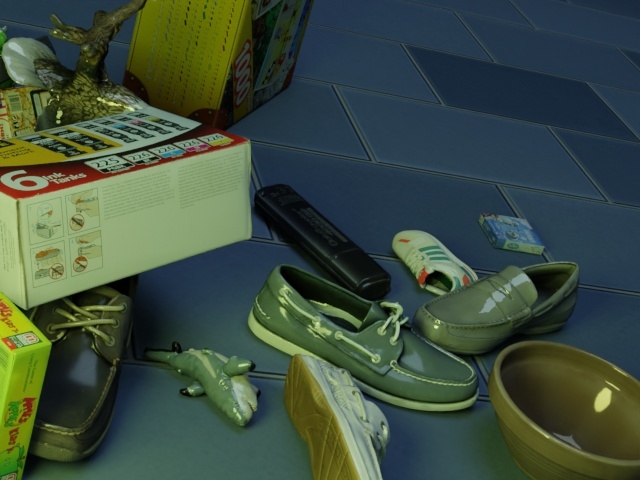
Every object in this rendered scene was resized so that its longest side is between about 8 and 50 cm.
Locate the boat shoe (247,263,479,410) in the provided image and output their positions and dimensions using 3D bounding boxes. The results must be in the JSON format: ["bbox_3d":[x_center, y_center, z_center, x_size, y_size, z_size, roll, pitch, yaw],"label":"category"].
[{"bbox_3d":[0.064,0.124,1.543,0.319,0.099,0.116,22,28,5],"label":"boat shoe"}]

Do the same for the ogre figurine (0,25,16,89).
[{"bbox_3d":[-0.564,-0.281,1.863,0.197,0.118,0.097,2,32,-28],"label":"ogre figurine"}]

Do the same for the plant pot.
[{"bbox_3d":[0.309,0.237,1.482,0.237,0.110,0.237,15,27,-8],"label":"plant pot"}]

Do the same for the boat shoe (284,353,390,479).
[{"bbox_3d":[0.037,0.222,1.354,0.096,0.098,0.277,6,29,-21],"label":"boat shoe"}]

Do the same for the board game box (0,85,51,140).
[{"bbox_3d":[-0.381,-0.156,1.725,0.045,0.147,0.193,-4,9,40],"label":"board game box"}]

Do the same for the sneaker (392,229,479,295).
[{"bbox_3d":[0.162,0.037,1.805,0.161,0.057,0.075,38,28,27],"label":"sneaker"}]

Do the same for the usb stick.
[{"bbox_3d":[0.000,0.000,1.786,0.077,0.045,0.278,-15,42,-36],"label":"usb stick"}]

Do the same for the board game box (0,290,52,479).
[{"bbox_3d":[-0.322,0.152,1.168,0.043,0.181,0.092,-13,41,-45],"label":"board game box"}]

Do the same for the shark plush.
[{"bbox_3d":[-0.141,0.159,1.409,0.161,0.073,0.067,30,59,10],"label":"shark plush"}]

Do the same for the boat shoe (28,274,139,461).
[{"bbox_3d":[-0.278,0.101,1.340,0.132,0.130,0.355,12,28,-11],"label":"boat shoe"}]

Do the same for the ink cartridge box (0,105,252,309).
[{"bbox_3d":[-0.283,-0.058,1.388,0.309,0.130,0.271,-19,29,-40],"label":"ink cartridge box"}]

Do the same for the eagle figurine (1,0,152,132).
[{"bbox_3d":[-0.294,-0.159,1.648,0.226,0.298,0.225,-20,38,-25],"label":"eagle figurine"}]

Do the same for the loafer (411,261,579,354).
[{"bbox_3d":[0.258,0.086,1.716,0.319,0.112,0.112,-11,40,-43],"label":"loafer"}]

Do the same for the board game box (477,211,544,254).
[{"bbox_3d":[0.326,-0.013,2.033,0.090,0.020,0.090,9,29,-20],"label":"board game box"}]

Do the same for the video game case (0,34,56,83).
[{"bbox_3d":[-0.533,-0.195,1.653,0.248,0.035,0.275,-18,17,24],"label":"video game case"}]

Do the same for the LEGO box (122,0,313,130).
[{"bbox_3d":[-0.137,-0.482,2.080,0.193,0.500,0.372,24,29,11],"label":"LEGO box"}]
